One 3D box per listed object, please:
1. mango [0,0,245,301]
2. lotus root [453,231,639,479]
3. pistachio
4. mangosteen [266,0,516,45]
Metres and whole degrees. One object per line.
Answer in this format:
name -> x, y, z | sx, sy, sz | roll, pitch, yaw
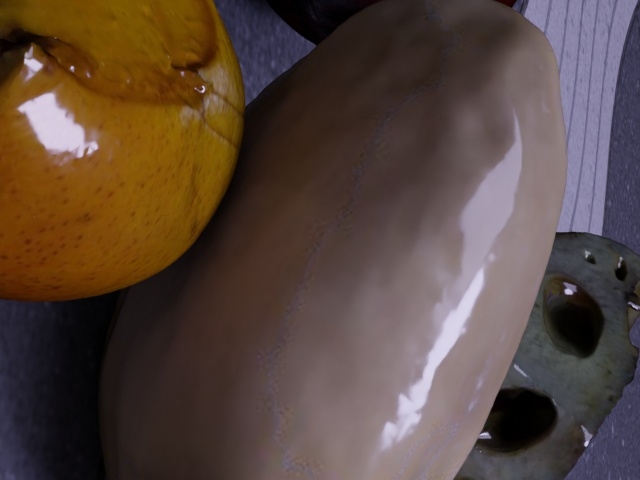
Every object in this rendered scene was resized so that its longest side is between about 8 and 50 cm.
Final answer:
mango -> -0.101, -0.054, 0.561 | 0.252, 0.126, 0.154 | -4, 83, -72
lotus root -> 0.154, 0.105, 1.110 | 0.210, 0.142, 0.314 | -57, 171, 21
pistachio -> 0.004, 0.025, 0.681 | 0.299, 0.187, 0.187 | -65, 151, -3
mangosteen -> 0.039, -0.198, 0.808 | 0.200, 0.200, 0.200 | 0, 90, -65
